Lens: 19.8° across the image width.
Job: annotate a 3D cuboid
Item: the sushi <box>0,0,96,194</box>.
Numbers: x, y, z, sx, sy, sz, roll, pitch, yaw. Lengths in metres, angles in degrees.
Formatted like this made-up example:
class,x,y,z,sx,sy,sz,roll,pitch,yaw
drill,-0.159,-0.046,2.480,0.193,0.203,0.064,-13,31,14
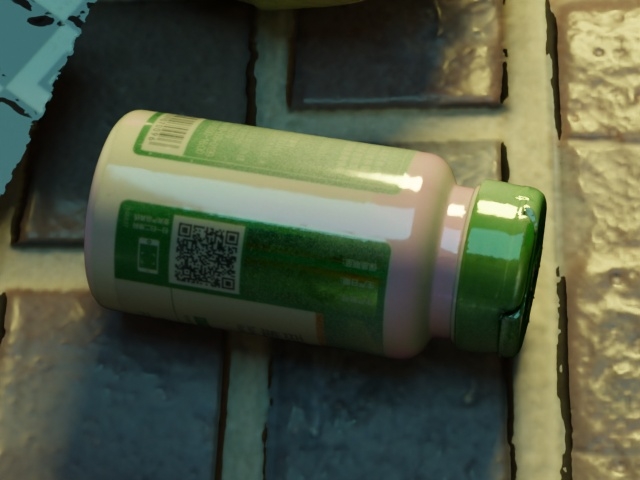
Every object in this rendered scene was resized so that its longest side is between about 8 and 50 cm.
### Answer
class,x,y,z,sx,sy,sz,roll,pitch,yaw
sushi,-0.361,-0.063,1.253,0.320,0.069,0.339,20,71,7

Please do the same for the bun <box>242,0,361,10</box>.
class,x,y,z,sx,sy,sz,roll,pitch,yaw
bun,-0.049,-0.321,1.241,0.361,0.361,0.213,14,28,13

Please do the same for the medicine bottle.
class,x,y,z,sx,sy,sz,roll,pitch,yaw
medicine bottle,0.000,0.000,1.147,0.274,0.133,0.133,8,59,11
